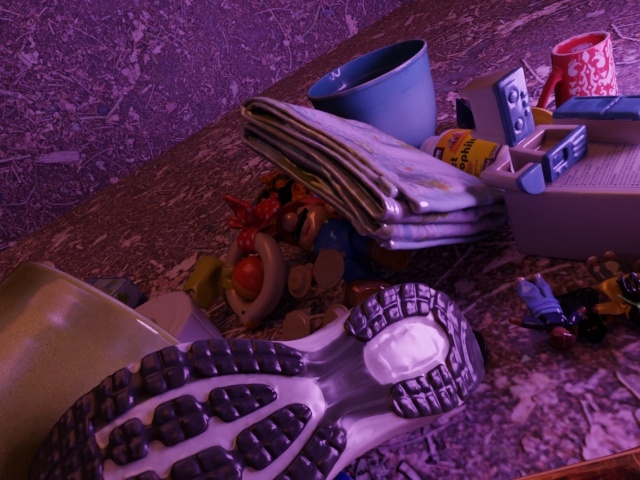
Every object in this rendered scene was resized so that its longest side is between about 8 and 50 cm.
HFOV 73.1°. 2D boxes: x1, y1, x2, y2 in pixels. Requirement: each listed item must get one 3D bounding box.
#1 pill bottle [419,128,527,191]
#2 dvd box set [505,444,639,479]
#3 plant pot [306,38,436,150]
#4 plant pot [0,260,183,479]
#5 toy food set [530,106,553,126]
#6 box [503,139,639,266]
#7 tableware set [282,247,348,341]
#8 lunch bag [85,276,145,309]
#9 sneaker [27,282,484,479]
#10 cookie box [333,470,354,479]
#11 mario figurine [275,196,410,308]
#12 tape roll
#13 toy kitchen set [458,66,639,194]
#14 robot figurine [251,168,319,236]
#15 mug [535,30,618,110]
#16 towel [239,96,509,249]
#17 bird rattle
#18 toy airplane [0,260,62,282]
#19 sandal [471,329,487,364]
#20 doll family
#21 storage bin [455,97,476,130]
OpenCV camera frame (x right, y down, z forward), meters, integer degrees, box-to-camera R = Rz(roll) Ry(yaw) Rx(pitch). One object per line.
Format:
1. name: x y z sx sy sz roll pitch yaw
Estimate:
1. pill bottle: 0.288 -0.148 0.814 0.117 0.117 0.215 -38 31 -16
2. dvd box set: 0.059 0.320 0.230 0.420 0.062 0.308 -21 55 12
3. plant pot: 0.142 -0.272 0.985 0.271 0.255 0.272 -20 31 12
4. plant pot: -0.310 0.224 0.429 0.366 0.366 0.353 2 53 41
5. toy food set: 0.401 -0.184 0.784 0.071 0.128 0.218 -24 28 -23
6. box: 0.422 -0.053 0.553 0.311 0.121 0.148 9 47 47
7. tableware set: -0.009 0.097 0.697 0.141 0.020 0.169 -16 68 40
8. lunch bag: -0.542 0.166 1.047 0.219 0.090 0.176 -4 39 35
9. sneaker: -0.034 0.177 0.418 0.410 0.182 0.158 -10 59 -27
10. cookie box: 0.024 0.280 0.389 0.092 0.107 0.040 -44 32 -25
11. mario figurine: 0.000 0.000 0.779 0.198 0.170 0.320 -38 33 -12
12. tape roll: -0.309 0.219 0.734 0.286 0.100 0.286 -27 25 13
13. toy kitchen set: 0.303 -0.167 0.536 0.207 0.166 0.122 -38 30 -16
14. robot figurine: -0.089 -0.116 1.108 0.211 0.085 0.291 -24 30 6
15. mug: 0.478 -0.273 0.795 0.150 0.169 0.113 -40 32 -20
16. towel: 0.097 -0.110 0.666 0.374 0.090 0.320 -4 37 -49
17. bird rattle: -0.128 0.044 0.812 0.253 0.143 0.207 -52 54 17
18. toy airplane: -0.660 0.261 0.814 0.384 0.272 0.386 -30 46 18
19. sandal: 0.129 0.164 0.545 0.179 0.040 0.067 -28 29 1
20. doll family: 0.320 0.075 0.500 0.193 0.076 0.111 -24 34 18
21. storage bin: 0.377 -0.291 0.994 0.091 0.098 0.135 -13 32 5
